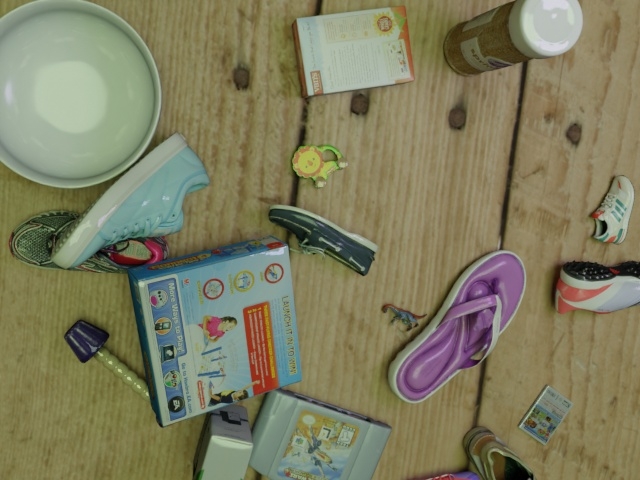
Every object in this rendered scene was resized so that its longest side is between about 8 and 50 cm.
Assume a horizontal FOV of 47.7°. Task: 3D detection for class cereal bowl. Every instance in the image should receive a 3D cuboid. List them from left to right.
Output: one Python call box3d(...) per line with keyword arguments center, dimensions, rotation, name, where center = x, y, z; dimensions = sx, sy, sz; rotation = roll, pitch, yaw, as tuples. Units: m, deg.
box3d(center=(-0.467, -0.269, 1.358), dimensions=(0.339, 0.141, 0.339), rotation=(-1, 97, -12), name="cereal bowl")

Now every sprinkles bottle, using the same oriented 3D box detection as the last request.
box3d(center=(0.360, -0.396, 1.405), dimensions=(0.121, 0.355, 0.121), rotation=(-1, 97, -12), name="sprinkles bottle")

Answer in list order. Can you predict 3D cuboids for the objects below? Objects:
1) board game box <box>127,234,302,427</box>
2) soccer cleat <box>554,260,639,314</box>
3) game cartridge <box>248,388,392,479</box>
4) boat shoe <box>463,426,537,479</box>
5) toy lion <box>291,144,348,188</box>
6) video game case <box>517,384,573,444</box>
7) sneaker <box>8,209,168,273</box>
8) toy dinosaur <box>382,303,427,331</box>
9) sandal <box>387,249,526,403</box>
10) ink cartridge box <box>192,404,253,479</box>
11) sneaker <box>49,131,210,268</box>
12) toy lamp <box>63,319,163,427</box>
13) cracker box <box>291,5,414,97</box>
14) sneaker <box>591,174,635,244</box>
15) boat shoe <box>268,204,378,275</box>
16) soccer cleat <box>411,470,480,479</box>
box3d(center=(-0.201, 0.173, 1.436), dimensions=(0.302, 0.086, 0.308), rotation=(-13, 110, -25), name="board game box")
box3d(center=(0.691, 0.118, 1.683), dimensions=(0.318, 0.108, 0.116), rotation=(3, 119, -15), name="soccer cleat")
box3d(center=(-0.009, 0.455, 1.593), dimensions=(0.297, 0.062, 0.198), rotation=(21, 88, -14), name="game cartridge")
box3d(center=(0.445, 0.568, 1.676), dimensions=(0.113, 0.103, 0.302), rotation=(-43, 103, -4), name="boat shoe")
box3d(center=(-0.007, -0.165, 1.527), dimensions=(0.100, 0.034, 0.096), rotation=(-41, 96, -5), name="toy lion")
box3d(center=(0.536, 0.415, 1.723), dimensions=(0.087, 0.011, 0.122), rotation=(36, 89, -14), name="video game case")
box3d(center=(-0.449, 0.005, 1.412), dimensions=(0.299, 0.112, 0.120), rotation=(2, 97, -11), name="sneaker")
box3d(center=(0.179, 0.166, 1.613), dimensions=(0.082, 0.047, 0.090), rotation=(52, 52, -4), name="toy dinosaur")
box3d(center=(0.326, 0.205, 1.600), dimensions=(0.169, 0.102, 0.416), rotation=(43, 85, -20), name="sandal")
box3d(center=(-0.202, 0.434, 1.470), dimensions=(0.087, 0.208, 0.153), rotation=(15, 93, -10), name="ink cartridge box")
box3d(center=(-0.332, -0.052, 1.353), dimensions=(0.150, 0.135, 0.366), rotation=(47, 55, -12), name="sneaker")
box3d(center=(-0.400, 0.266, 1.474), dimensions=(0.275, 0.080, 0.080), rotation=(44, 87, -16), name="toy lamp")
box3d(center=(0.067, -0.388, 1.494), dimensions=(0.232, 0.067, 0.155), rotation=(-10, 98, -11), name="cracker box")
box3d(center=(0.667, -0.071, 1.665), dimensions=(0.075, 0.057, 0.161), rotation=(3, 99, -18), name="sneaker")
box3d(center=(0.000, 0.000, 1.519), dimensions=(0.254, 0.095, 0.079), rotation=(25, 80, -23), name="boat shoe")
box3d(center=(0.245, 0.575, 1.650), dimensions=(0.248, 0.083, 0.095), rotation=(-24, 97, -5), name="soccer cleat")
